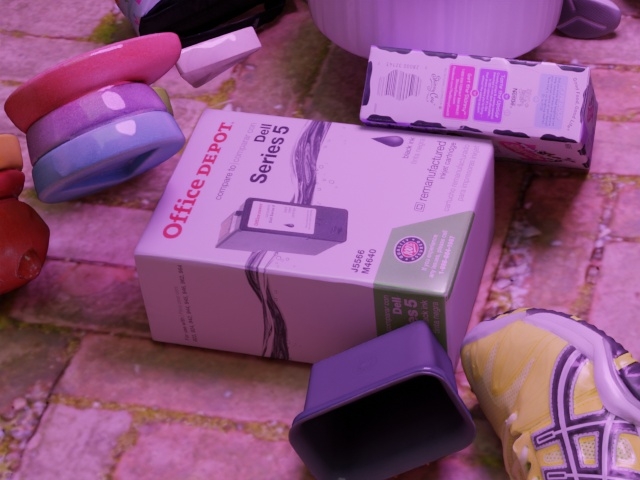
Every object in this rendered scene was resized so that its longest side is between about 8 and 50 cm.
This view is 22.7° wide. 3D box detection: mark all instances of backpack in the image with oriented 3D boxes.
[{"bbox_3d":[-0.126,-0.277,1.667,0.182,0.152,0.115,-31,62,-2],"label":"backpack"}]

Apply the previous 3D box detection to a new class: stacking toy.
[{"bbox_3d":[-0.192,-0.064,1.420,0.279,0.309,0.130,-20,84,-46],"label":"stacking toy"}]

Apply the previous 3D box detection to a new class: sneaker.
[{"bbox_3d":[0.197,0.191,1.147,0.147,0.145,0.384,-25,44,-15],"label":"sneaker"},{"bbox_3d":[0.242,-0.253,1.660,0.152,0.053,0.061,14,45,21],"label":"sneaker"}]

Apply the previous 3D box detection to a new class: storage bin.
[{"bbox_3d":[0.052,0.129,1.262,0.135,0.098,0.091,-24,30,18],"label":"storage bin"}]

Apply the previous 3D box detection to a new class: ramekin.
[{"bbox_3d":[0.113,-0.275,1.543,0.277,0.135,0.277,-1,32,0],"label":"ramekin"}]

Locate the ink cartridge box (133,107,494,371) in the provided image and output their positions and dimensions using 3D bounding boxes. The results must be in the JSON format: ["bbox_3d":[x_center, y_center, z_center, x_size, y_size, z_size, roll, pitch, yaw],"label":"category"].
[{"bbox_3d":[0.000,0.000,1.384,0.273,0.114,0.198,7,45,14],"label":"ink cartridge box"}]

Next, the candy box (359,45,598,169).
[{"bbox_3d":[0.150,-0.118,1.451,0.196,0.165,0.070,7,85,14],"label":"candy box"}]
